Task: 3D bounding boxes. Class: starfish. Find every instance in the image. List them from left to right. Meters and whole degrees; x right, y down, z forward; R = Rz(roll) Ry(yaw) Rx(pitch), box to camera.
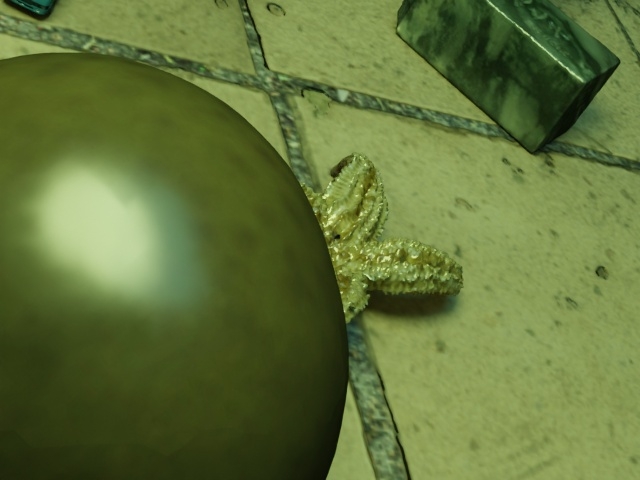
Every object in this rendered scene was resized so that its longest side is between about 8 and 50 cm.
[{"bbox_3d":[0.002,-0.001,0.871,0.238,0.071,0.216,21,44,-25],"label":"starfish"}]

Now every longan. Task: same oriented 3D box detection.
[{"bbox_3d":[-0.105,0.041,0.603,0.258,0.258,0.258,20,40,-17],"label":"longan"}]

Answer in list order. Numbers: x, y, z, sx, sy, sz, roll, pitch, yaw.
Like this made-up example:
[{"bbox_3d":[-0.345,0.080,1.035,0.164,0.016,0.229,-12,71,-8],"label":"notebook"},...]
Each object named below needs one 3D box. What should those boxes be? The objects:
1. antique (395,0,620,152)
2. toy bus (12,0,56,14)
[{"bbox_3d":[0.160,-0.177,1.152,0.183,0.086,0.088,43,38,12],"label":"antique"},{"bbox_3d":[-0.201,-0.203,0.955,0.038,0.046,0.083,26,37,-9],"label":"toy bus"}]
